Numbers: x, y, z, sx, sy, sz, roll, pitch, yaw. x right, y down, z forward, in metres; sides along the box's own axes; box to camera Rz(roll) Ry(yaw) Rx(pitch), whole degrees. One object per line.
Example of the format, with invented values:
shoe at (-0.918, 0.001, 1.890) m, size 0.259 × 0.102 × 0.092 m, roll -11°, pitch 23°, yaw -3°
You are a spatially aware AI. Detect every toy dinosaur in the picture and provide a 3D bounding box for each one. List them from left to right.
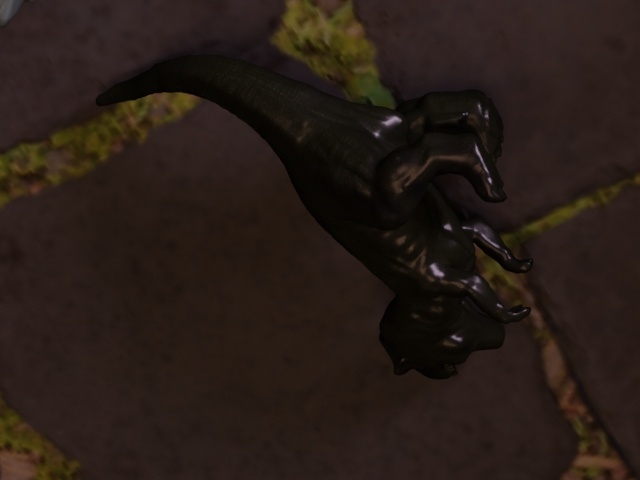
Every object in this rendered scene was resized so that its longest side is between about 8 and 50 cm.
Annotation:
toy dinosaur at (0.000, 0.000, 0.843) m, size 0.179 × 0.087 × 0.187 m, roll -14°, pitch 109°, yaw 13°

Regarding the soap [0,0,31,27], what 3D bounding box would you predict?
soap at (-0.204, -0.182, 0.806) m, size 0.198 × 0.066 × 0.119 m, roll 20°, pitch 117°, yaw -1°
